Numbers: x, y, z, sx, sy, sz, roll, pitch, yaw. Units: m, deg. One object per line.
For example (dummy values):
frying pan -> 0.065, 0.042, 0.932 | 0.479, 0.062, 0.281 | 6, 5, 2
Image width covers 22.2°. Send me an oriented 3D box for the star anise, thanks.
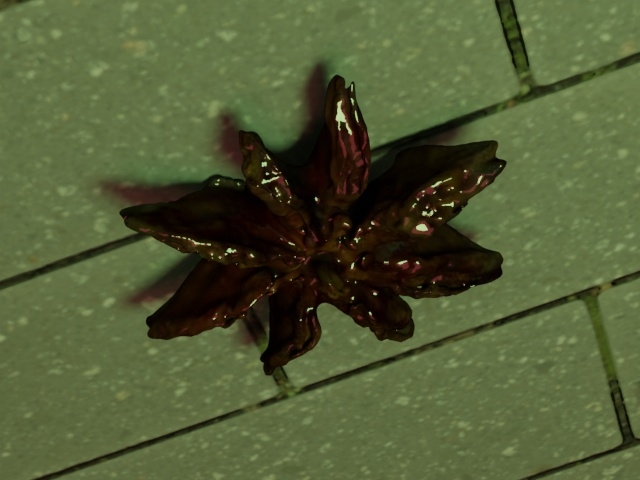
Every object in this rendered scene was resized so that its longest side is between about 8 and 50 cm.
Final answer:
star anise -> -0.001, -0.001, 1.124 | 0.288, 0.088, 0.288 | -7, 134, -7
